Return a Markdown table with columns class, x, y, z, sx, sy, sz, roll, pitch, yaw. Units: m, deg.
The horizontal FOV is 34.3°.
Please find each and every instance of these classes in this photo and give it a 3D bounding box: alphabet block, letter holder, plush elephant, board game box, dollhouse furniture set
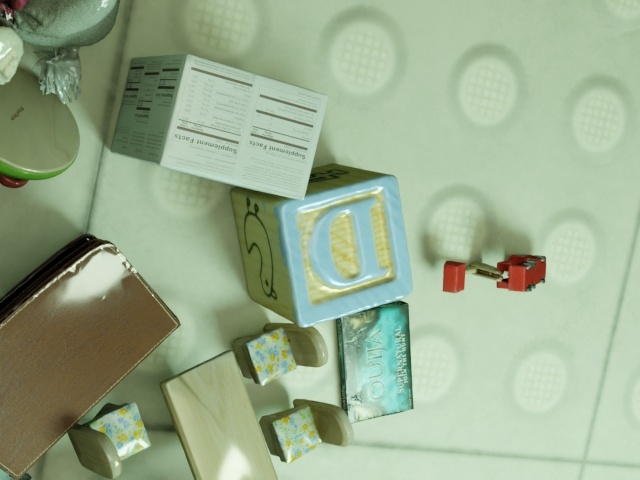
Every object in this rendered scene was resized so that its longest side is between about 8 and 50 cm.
| class | x | y | z | sx | sy | sz | roll | pitch | yaw |
| --- | --- | --- | --- | --- | --- | --- | --- | --- | --- |
| alphabet block | 0.000 | 0.000 | 1.541 | 0.194 | 0.197 | 0.192 | -13 | 103 | -23 |
| letter holder | -0.379 | 0.123 | 1.372 | 0.302 | 0.152 | 0.214 | -44 | 138 | -12 |
| plush elephant | -0.389 | -0.324 | 1.268 | 0.255 | 0.272 | 0.329 | -10 | 126 | -46 |
| board game box | 0.090 | 0.201 | 1.709 | 0.126 | 0.026 | 0.186 | -9 | 102 | -24 |
| dollhouse furniture set | -0.094 | 0.360 | 1.467 | 0.362 | 0.256 | 0.394 | -24 | 101 | -31 |

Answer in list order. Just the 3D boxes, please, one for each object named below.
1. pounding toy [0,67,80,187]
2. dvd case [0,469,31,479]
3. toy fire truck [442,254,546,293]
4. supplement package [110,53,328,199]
| class | x | y | z | sx | sy | sz | roll | pitch | yaw |
| --- | --- | --- | --- | --- | --- | --- | --- | --- | --- |
| pounding toy | -0.441 | -0.128 | 1.359 | 0.183 | 0.110 | 0.237 | 55 | 34 | 8 |
| dvd case | -0.485 | 0.335 | 1.474 | 0.087 | 0.013 | 0.119 | -48 | 113 | -10 |
| toy fire truck | 0.294 | 0.054 | 1.739 | 0.192 | 0.135 | 0.047 | -16 | 109 | -62 |
| supplement package | -0.145 | -0.156 | 1.412 | 0.204 | 0.262 | 0.145 | 13 | 93 | -26 |
